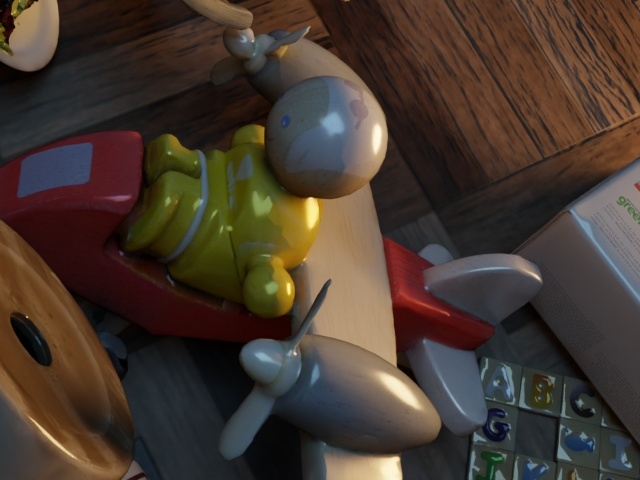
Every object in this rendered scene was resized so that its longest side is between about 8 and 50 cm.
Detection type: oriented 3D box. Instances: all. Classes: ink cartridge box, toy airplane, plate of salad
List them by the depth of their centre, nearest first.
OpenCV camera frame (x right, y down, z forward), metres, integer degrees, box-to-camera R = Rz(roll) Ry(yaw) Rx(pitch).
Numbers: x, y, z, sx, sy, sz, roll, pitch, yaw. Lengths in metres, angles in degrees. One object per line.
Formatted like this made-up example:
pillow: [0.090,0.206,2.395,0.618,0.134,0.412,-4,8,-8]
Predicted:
toy airplane: [0.000,0.000,0.812,0.386,0.272,0.384,41,45,18]
plate of salad: [-0.264,-0.239,0.891,0.048,0.200,0.200,-15,71,15]
ink cartridge box: [0.370,0.057,0.962,0.272,0.130,0.309,-31,80,-28]

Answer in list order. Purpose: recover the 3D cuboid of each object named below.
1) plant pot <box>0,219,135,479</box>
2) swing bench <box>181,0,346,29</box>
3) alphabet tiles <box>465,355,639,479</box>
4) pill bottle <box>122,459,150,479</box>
plant pot: [-0.274,0.129,0.618,0.280,0.323,0.323,-32,79,5]
swing bench: [-0.078,-0.291,0.906,0.254,0.165,0.253,-19,34,-20]
alphabet tiles: [0.239,0.220,0.935,0.237,0.009,0.198,14,66,-9]
pill bottle: [-0.151,0.218,0.793,0.086,0.086,0.152,-32,79,-23]
